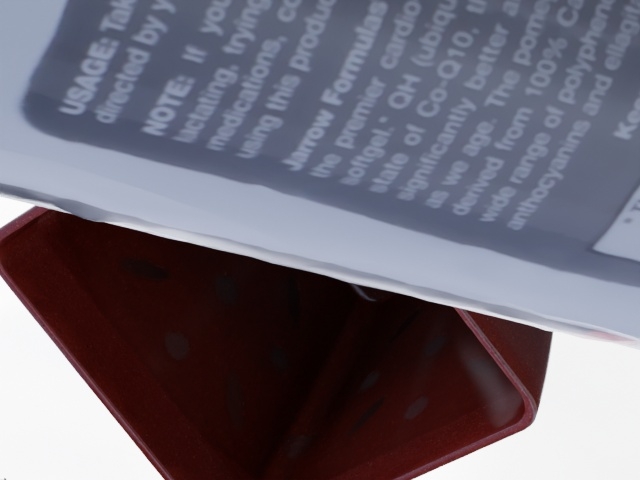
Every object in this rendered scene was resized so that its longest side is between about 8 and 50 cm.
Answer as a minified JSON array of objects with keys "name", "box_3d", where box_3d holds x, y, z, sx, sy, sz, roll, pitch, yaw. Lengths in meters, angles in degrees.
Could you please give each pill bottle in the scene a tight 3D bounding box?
[{"name":"pill bottle","box_3d":[-0.019,-0.086,0.465,0.319,0.176,0.176,14,-149,-23]}]

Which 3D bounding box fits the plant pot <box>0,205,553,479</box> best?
[{"name":"plant pot","box_3d":[0.000,0.000,1.248,0.267,0.267,0.236,53,-145,-10]}]

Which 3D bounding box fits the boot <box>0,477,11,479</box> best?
[{"name":"boot","box_3d":[-0.265,0.328,1.307,0.131,0.348,0.260,25,168,-13]}]
